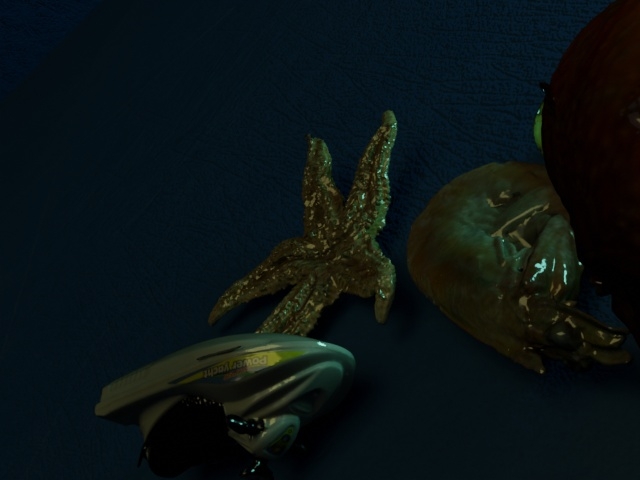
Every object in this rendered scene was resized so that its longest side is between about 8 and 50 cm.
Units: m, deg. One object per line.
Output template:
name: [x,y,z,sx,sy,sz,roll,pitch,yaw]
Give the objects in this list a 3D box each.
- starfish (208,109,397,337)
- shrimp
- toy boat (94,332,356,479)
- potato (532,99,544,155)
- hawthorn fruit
starfish: [0.003,0.002,1.015,0.299,0.060,0.302,-9,57,51]
shrimp: [0.177,0.014,0.803,0.168,0.077,0.317,-46,32,0]
toy boat: [-0.090,0.162,0.905,0.270,0.141,0.140,-11,50,39]
potato: [0.263,-0.087,0.823,0.119,0.054,0.198,-54,30,-11]
hawthorn fruit: [0.317,-0.064,0.574,0.369,0.284,0.284,-28,36,-3]
